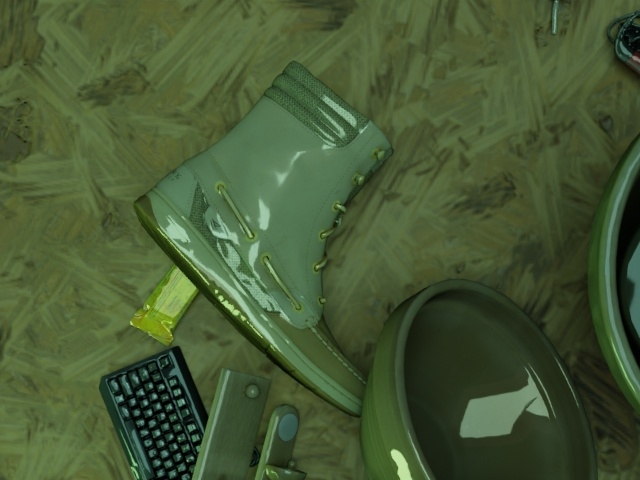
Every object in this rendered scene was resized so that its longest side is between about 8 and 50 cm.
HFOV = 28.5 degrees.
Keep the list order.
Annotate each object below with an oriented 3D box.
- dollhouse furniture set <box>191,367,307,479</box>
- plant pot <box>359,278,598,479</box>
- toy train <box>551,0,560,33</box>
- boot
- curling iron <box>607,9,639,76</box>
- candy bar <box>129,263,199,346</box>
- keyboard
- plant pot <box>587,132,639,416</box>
[{"bbox_3d":[0.004,0.188,1.024,0.151,0.144,0.123,8,81,40],"label":"dollhouse furniture set"},{"bbox_3d":[0.109,0.158,1.021,0.110,0.237,0.237,-30,85,38],"label":"plant pot"},{"bbox_3d":[0.240,-0.309,1.066,0.105,0.143,0.248,12,85,1],"label":"toy train"},{"bbox_3d":[0.000,0.000,1.068,0.203,0.095,0.262,-45,95,-12],"label":"boot"},{"bbox_3d":[0.368,-0.112,1.104,0.274,0.035,0.068,40,87,3],"label":"curling iron"},{"bbox_3d":[-0.105,0.017,1.103,0.040,0.018,0.161,34,86,-1],"label":"candy bar"},{"bbox_3d":[-0.112,0.183,1.088,0.108,0.023,0.180,-23,87,-2],"label":"keyboard"},{"bbox_3d":[0.345,0.033,0.970,0.323,0.280,0.323,0,85,-1],"label":"plant pot"}]
